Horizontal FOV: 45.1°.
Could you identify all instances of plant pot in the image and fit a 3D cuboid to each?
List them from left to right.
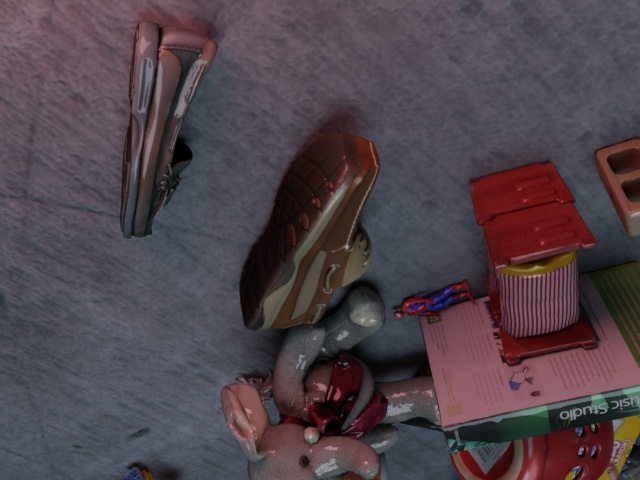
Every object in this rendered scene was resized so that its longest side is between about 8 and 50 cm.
[{"bbox_3d":[0.287,0.273,1.100,0.174,0.191,0.191,3,136,-36],"label":"plant pot"}]

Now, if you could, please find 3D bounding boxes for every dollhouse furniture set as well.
[{"bbox_3d":[0.384,-0.003,0.948,0.374,0.152,0.201,-15,133,8],"label":"dollhouse furniture set"}]

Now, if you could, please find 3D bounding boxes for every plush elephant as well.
[{"bbox_3d":[-0.002,0.265,1.077,0.330,0.255,0.271,-19,120,19],"label":"plush elephant"}]

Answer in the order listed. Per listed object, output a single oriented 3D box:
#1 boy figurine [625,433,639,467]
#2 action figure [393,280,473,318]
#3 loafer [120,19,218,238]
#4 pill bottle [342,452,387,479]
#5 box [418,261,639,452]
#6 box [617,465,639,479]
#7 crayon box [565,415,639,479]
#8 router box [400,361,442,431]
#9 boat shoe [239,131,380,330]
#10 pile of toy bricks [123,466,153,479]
[{"bbox_3d":[0.588,0.270,1.276,0.177,0.092,0.285,22,131,-21],"label":"boy figurine"},{"bbox_3d":[0.159,0.090,1.101,0.115,0.030,0.038,-18,138,14],"label":"action figure"},{"bbox_3d":[-0.169,-0.105,0.838,0.084,0.096,0.267,3,132,-17],"label":"loafer"},{"bbox_3d":[-0.005,0.397,1.312,0.216,0.121,0.121,9,132,-14],"label":"pill bottle"},{"bbox_3d":[0.305,0.149,1.028,0.322,0.232,0.058,-15,122,8],"label":"box"},{"bbox_3d":[0.664,0.398,1.385,0.231,0.056,0.183,-37,148,26],"label":"box"},{"bbox_3d":[0.406,0.306,1.230,0.166,0.081,0.278,10,110,-19],"label":"crayon box"},{"bbox_3d":[0.228,0.260,1.256,0.179,0.046,0.133,17,129,-21],"label":"router box"},{"bbox_3d":[0.000,0.000,0.947,0.120,0.122,0.324,9,140,-22],"label":"boat shoe"},{"bbox_3d":[-0.340,0.489,1.395,0.212,0.118,0.105,-46,152,13],"label":"pile of toy bricks"}]
